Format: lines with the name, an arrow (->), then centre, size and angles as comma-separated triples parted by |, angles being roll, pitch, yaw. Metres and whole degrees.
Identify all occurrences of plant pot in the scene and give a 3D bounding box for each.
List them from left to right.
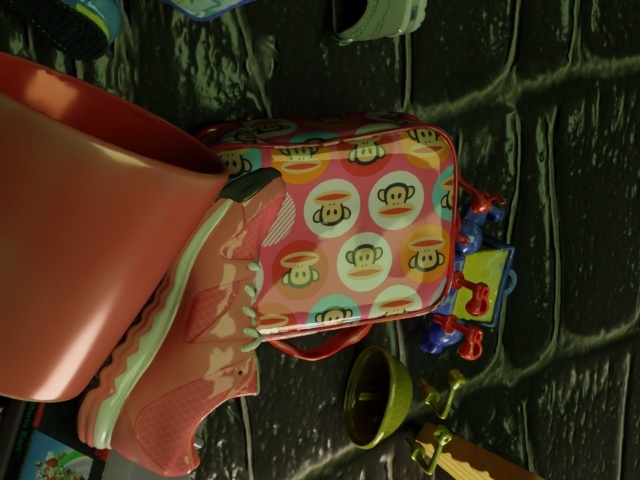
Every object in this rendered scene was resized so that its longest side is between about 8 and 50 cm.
plant pot -> -0.251, -0.010, 1.209 | 0.275, 0.275, 0.243 | 16, 103, -43

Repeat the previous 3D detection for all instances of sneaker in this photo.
sneaker -> -0.261, -0.255, 1.250 | 0.209, 0.069, 0.082 | 43, 41, -32
sneaker -> -0.098, 0.082, 1.309 | 0.314, 0.136, 0.116 | -59, 174, 0
sneaker -> 0.045, -0.335, 1.454 | 0.115, 0.105, 0.281 | -29, 122, -32

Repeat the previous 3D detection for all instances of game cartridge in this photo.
game cartridge -> -0.230, 0.267, 1.349 | 0.230, 0.068, 0.355 | 41, 51, -45

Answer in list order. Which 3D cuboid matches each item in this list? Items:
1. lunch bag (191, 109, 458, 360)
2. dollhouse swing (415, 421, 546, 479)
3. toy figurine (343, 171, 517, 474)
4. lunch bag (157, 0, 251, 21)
lunch bag -> 0.000, 0.000, 1.464 | 0.293, 0.120, 0.258 | -5, 107, -18
dollhouse swing -> 0.239, 0.440, 1.720 | 0.305, 0.347, 0.315 | 24, 87, -34
toy figurine -> 0.176, 0.083, 1.658 | 0.217, 0.191, 0.363 | 0, 105, -46
lunch bag -> -0.135, -0.272, 1.286 | 0.129, 0.151, 0.096 | 32, 82, -43
